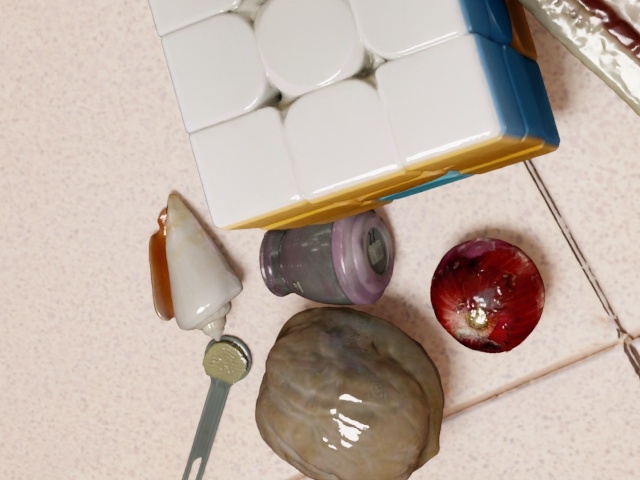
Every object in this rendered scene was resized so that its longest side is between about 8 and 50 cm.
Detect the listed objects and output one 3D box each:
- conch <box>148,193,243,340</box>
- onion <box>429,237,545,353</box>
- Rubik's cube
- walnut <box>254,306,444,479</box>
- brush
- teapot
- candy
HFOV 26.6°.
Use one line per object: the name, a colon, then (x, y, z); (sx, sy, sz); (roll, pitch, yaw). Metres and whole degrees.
conch: (-0.159, 0.038, 1.598); (0.176, 0.094, 0.104); (56, 153, -2)
onion: (0.185, 0.061, 1.489); (0.131, 0.131, 0.131); (5, 110, 15)
Rubik's cube: (0.039, -0.186, 1.315); (0.291, 0.291, 0.291); (-18, 86, 20)
walnut: (0.038, 0.179, 1.521); (0.224, 0.224, 0.224); (5, 110, 15)
brush: (-0.143, 0.238, 1.695); (0.062, 0.027, 0.266); (21, 113, 10)
teapot: (-0.003, 0.006, 1.530); (0.146, 0.116, 0.148); (-8, 110, 29)
candy: (0.329, -0.208, 1.319); (0.320, 0.179, 0.135); (44, 113, -2)
